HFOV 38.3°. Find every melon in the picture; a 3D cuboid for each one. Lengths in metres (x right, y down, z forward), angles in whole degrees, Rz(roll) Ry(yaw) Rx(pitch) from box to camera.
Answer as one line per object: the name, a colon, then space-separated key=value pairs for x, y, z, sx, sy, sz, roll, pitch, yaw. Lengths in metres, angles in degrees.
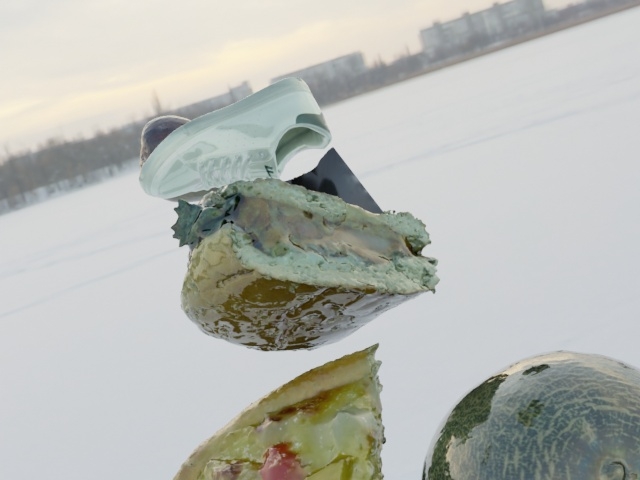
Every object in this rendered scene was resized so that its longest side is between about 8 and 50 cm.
melon: x=0.212 y=0.231 z=0.826 sx=0.248 sy=0.249 sz=0.329 roll=-19 pitch=-23 yaw=-9

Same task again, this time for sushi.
sushi: x=-0.001 y=0.001 z=1.682 sx=0.227 sy=0.215 sz=0.212 roll=-36 pitch=-15 yaw=-3

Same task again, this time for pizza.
pizza: x=-0.008 y=0.229 z=0.853 sx=0.280 sy=0.075 sz=0.287 roll=-39 pitch=32 yaw=-6

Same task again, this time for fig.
fig: x=-0.221 y=-0.135 z=1.776 sx=0.170 sy=0.274 sz=0.146 roll=118 pitch=167 yaw=-46

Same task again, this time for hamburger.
hamburger: x=-0.034 y=0.042 z=1.022 sx=0.308 sy=0.132 sz=0.211 roll=9 pitch=-34 yaw=-34

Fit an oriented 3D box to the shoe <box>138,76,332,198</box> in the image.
shoe: x=-0.107 y=-0.116 z=1.222 sx=0.265 sy=0.110 sz=0.095 roll=-34 pitch=-25 yaw=-10
